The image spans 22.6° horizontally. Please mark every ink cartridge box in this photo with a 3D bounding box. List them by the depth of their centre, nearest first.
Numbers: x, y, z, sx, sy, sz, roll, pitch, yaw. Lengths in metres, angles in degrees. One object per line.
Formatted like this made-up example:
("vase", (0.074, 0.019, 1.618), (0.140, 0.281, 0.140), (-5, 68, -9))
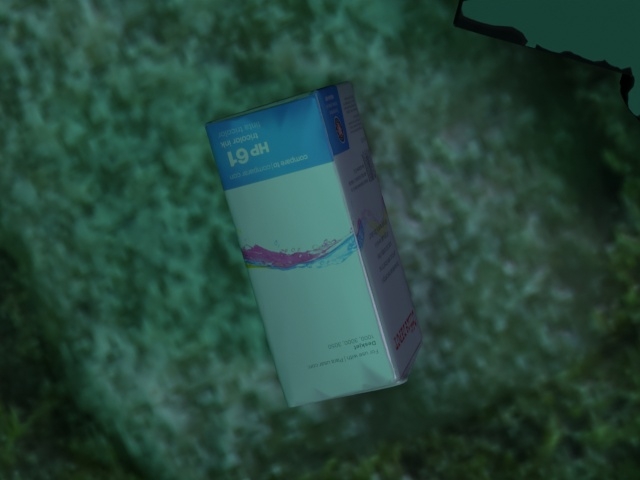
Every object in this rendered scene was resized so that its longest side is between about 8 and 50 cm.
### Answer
("ink cartridge box", (0.000, 0.000, 0.674), (0.052, 0.088, 0.122), (-16, 95, 12))

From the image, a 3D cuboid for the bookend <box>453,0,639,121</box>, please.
("bookend", (0.068, -0.140, 0.581), (0.156, 0.072, 0.157), (16, 101, 6))
